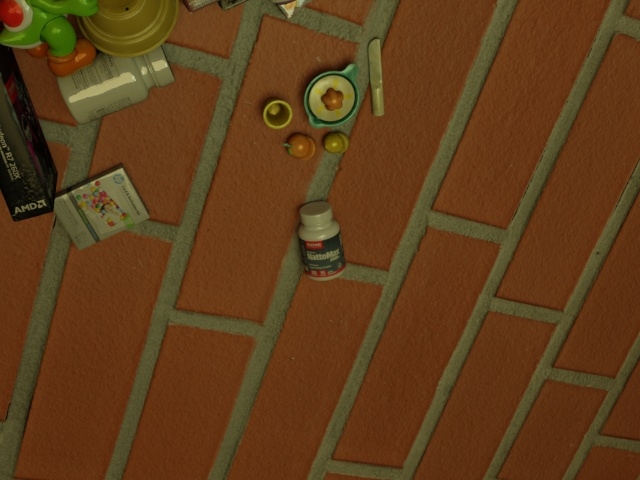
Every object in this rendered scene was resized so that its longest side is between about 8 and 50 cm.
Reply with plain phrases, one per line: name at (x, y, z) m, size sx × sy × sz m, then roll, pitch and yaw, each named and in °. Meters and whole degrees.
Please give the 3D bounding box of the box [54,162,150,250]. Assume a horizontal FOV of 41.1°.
box at (-0.516, -0.078, 2.003) m, size 0.186 × 0.038 × 0.145 m, roll -25°, pitch 119°, yaw -3°

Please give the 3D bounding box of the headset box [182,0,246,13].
headset box at (-0.227, -0.628, 1.772) m, size 0.218 × 0.110 × 0.293 m, roll -25°, pitch 119°, yaw -4°

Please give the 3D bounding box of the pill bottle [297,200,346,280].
pill bottle at (0.000, 0.000, 2.136) m, size 0.108 × 0.108 × 0.180 m, roll -14°, pitch 117°, yaw -8°

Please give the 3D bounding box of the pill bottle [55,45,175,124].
pill bottle at (-0.438, -0.349, 1.840) m, size 0.229 × 0.131 × 0.131 m, roll -22°, pitch 118°, yaw -3°

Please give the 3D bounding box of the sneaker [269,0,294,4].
sneaker at (-0.027, -0.622, 1.753) m, size 0.305 × 0.114 × 0.152 m, roll -56°, pitch 132°, yaw -31°

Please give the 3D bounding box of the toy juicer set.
toy juicer set at (0.042, -0.304, 2.011) m, size 0.329 × 0.089 × 0.209 m, roll -29°, pitch 118°, yaw 0°

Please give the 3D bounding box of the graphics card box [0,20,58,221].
graphics card box at (-0.651, -0.250, 1.775) m, size 0.094 × 0.233 × 0.370 m, roll -15°, pitch 117°, yaw -8°

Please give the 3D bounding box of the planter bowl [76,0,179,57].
planter bowl at (-0.404, -0.493, 1.745) m, size 0.217 × 0.090 × 0.217 m, roll 0°, pitch 85°, yaw -1°

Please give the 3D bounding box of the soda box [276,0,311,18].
soda box at (-0.021, -0.570, 1.881) m, size 0.183 × 0.063 × 0.058 m, roll -36°, pitch 118°, yaw 4°

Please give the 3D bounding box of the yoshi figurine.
yoshi figurine at (-0.535, -0.506, 1.647) m, size 0.204 × 0.202 × 0.362 m, roll -7°, pitch 149°, yaw 0°
